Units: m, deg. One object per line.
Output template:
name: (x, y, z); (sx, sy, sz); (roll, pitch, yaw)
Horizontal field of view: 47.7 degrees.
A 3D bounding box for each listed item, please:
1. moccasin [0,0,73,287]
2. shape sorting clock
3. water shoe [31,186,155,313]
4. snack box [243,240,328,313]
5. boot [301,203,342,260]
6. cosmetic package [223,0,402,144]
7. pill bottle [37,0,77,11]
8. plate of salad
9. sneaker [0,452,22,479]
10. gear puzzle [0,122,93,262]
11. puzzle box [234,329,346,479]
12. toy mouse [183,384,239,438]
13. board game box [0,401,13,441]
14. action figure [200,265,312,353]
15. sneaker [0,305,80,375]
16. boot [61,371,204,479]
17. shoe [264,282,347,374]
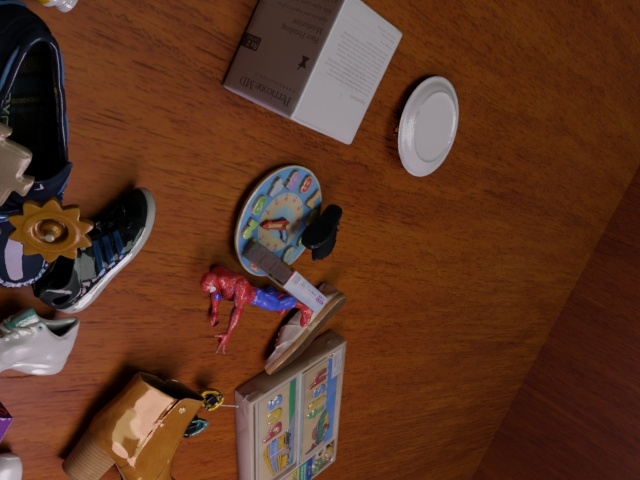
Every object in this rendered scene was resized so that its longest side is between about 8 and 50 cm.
moccasin: (-0.345, -0.083, 0.803); (0.138, 0.117, 0.341); (-23, 133, -40)
shape sorting clock: (-0.068, -0.032, 1.251); (0.206, 0.040, 0.206); (-31, 138, -33)
water shoe: (-0.300, 0.007, 0.968); (0.203, 0.073, 0.080); (-55, 143, -5)
snack box: (-0.056, 0.064, 1.221); (0.037, 0.100, 0.141); (-51, 146, -5)
boot: (-0.001, 0.000, 1.309); (0.121, 0.045, 0.099); (-53, 165, -40)
cosmetic package: (-0.011, -0.261, 1.047); (0.151, 0.151, 0.183); (14, 103, -54)
pill bottle: (-0.300, -0.280, 0.772); (0.043, 0.043, 0.083); (-58, 146, -1)
plate of salad: (0.209, -0.226, 1.436); (0.200, 0.048, 0.199); (-22, 121, -42)
sneaker: (-0.485, 0.417, 1.038); (0.090, 0.095, 0.235); (23, 96, -53)
gear puzzle: (-0.373, -0.075, 0.699); (0.339, 0.044, 0.175); (28, 122, -28)
puzzle box: (-0.065, 0.414, 1.589); (0.272, 0.052, 0.408); (-28, 136, -35)
toy mouse: (-0.246, 0.311, 1.300); (0.143, 0.031, 0.161); (-43, 139, -2)
board game box: (-0.572, 0.359, 0.931); (0.346, 0.056, 0.208); (-61, 150, 4)
action figure: (-0.129, 0.129, 1.252); (0.280, 0.092, 0.139); (33, 80, -55)
sneaker: (-0.401, 0.125, 0.924); (0.094, 0.080, 0.212); (-54, 157, 15)
boot: (-0.264, 0.348, 1.227); (0.211, 0.104, 0.295); (-47, 135, -1)
shoe: (-0.039, 0.175, 1.441); (0.219, 0.058, 0.076); (-46, 164, -10)
